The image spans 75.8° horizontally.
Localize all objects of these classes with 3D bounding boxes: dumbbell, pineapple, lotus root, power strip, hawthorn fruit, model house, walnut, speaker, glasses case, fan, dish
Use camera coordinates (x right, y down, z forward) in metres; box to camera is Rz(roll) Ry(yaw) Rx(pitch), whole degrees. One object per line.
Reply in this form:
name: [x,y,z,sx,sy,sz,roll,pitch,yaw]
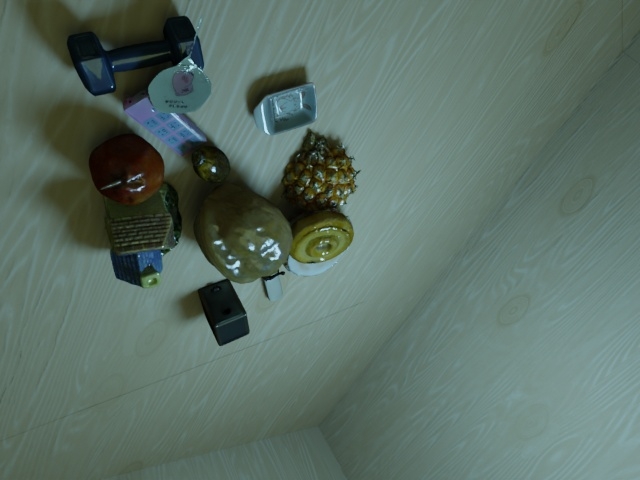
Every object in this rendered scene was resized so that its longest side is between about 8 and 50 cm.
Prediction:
dumbbell: [-0.480,-0.489,1.091,0.316,0.156,0.144,-22,109,-20]
pineapple: [0.014,-0.265,1.638,0.344,0.209,0.286,-26,139,-13]
lotus root: [-0.369,-0.257,1.408,0.120,0.120,0.209,-42,170,5]
power strip: [-0.467,-0.355,1.258,0.109,0.038,0.279,-24,154,12]
hawthorn fruit: [-0.571,-0.194,1.206,0.210,0.262,0.211,-5,122,-9]
model house: [-0.580,-0.005,1.393,0.261,0.266,0.321,-10,133,-25]
walnut: [-0.285,-0.023,1.548,0.383,0.384,0.384,-21,138,-20]
speaker: [-0.432,0.322,1.846,0.153,0.231,0.193,-19,138,-22]
glasses case: [-0.237,0.232,2.053,0.081,0.051,0.204,-24,139,-19]
fan: [-0.357,-0.453,1.098,0.182,0.010,0.310,-13,155,-37]
dish: [-0.129,-0.467,1.445,0.234,0.064,0.154,-24,139,-19]

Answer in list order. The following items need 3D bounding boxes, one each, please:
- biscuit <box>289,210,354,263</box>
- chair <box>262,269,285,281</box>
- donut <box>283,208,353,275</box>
biscuit: [0.000,0.000,1.711,0.296,0.102,0.296,-13,145,-9]
chair: [-0.275,0.114,1.784,0.229,0.113,0.106,-22,136,23]
donut: [-0.029,-0.003,1.913,0.382,0.142,0.383,-21,138,-20]
